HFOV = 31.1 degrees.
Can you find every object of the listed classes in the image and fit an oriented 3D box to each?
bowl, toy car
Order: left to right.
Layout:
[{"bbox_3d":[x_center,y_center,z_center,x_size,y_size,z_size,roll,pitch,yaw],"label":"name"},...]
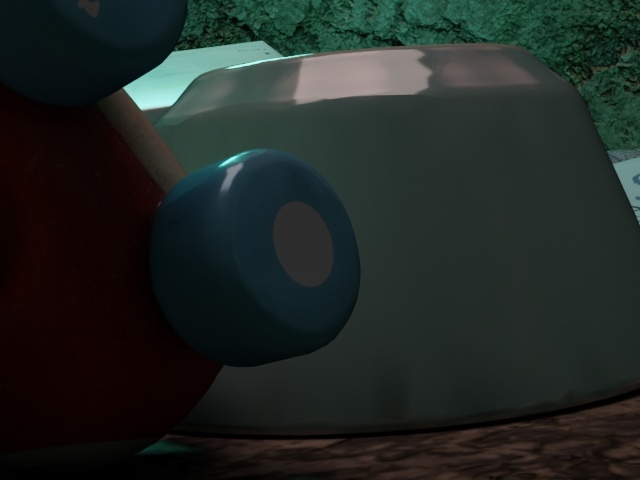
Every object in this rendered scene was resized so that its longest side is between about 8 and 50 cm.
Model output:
[{"bbox_3d":[-0.151,0.031,0.373,0.219,0.210,0.238,-18,23,40],"label":"toy car"},{"bbox_3d":[0.026,-0.011,0.605,0.311,0.163,0.311,-5,4,0],"label":"bowl"}]

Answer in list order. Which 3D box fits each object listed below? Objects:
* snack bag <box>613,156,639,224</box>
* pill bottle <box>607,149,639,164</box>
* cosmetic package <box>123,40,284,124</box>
[{"bbox_3d":[0.254,-0.007,0.882,0.342,0.037,0.323,-14,17,-27],"label":"snack bag"},{"bbox_3d":[0.292,-0.036,1.143,0.180,0.108,0.108,-7,4,-33],"label":"pill bottle"},{"bbox_3d":[-0.131,-0.114,1.219,0.224,0.138,0.225,-10,25,-16],"label":"cosmetic package"}]
